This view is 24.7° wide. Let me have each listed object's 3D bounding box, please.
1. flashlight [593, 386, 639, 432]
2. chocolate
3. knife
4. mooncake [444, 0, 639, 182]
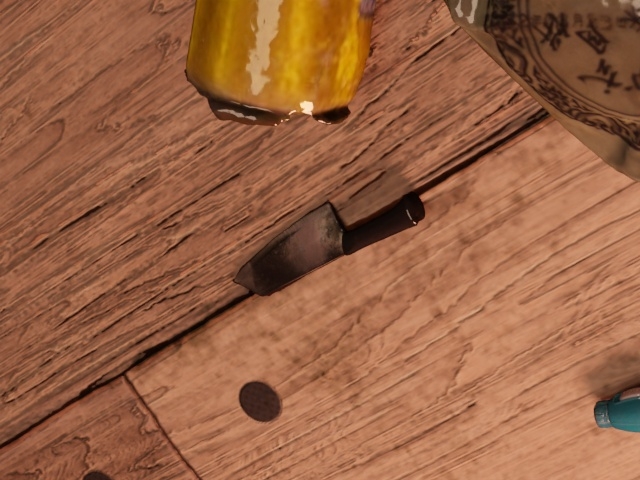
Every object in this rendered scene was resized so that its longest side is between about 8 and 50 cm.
[{"bbox_3d":[0.314,0.156,1.333,0.129,0.051,0.051,-13,106,30],"label":"flashlight"},{"bbox_3d":[-0.009,-0.322,1.207,0.162,0.162,0.446,18,115,15],"label":"chocolate"},{"bbox_3d":[0.000,0.000,1.417,0.230,0.028,0.060,-28,86,32],"label":"knife"},{"bbox_3d":[0.248,-0.200,1.163,0.250,0.136,0.254,40,121,-1],"label":"mooncake"}]
